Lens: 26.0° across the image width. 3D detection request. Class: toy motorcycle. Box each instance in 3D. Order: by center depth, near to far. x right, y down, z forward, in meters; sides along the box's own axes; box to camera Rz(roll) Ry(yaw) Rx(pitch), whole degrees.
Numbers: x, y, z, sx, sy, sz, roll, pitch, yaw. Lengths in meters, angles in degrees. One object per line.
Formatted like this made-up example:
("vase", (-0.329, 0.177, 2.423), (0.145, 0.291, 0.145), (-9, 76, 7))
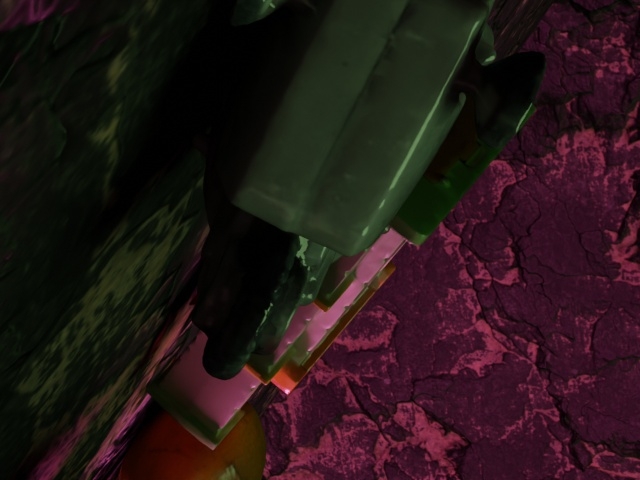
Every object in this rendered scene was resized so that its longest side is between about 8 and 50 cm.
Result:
("toy motorcycle", (0.013, -0.072, 0.565), (0.171, 0.110, 0.260), (-85, -160, -67))

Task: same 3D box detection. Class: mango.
("mango", (-0.106, 0.194, 1.186), (0.147, 0.109, 0.227), (-58, 177, 1))

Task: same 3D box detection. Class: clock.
("clock", (0.000, 0.000, 0.930), (0.255, 0.106, 0.220), (-51, 176, 35))
